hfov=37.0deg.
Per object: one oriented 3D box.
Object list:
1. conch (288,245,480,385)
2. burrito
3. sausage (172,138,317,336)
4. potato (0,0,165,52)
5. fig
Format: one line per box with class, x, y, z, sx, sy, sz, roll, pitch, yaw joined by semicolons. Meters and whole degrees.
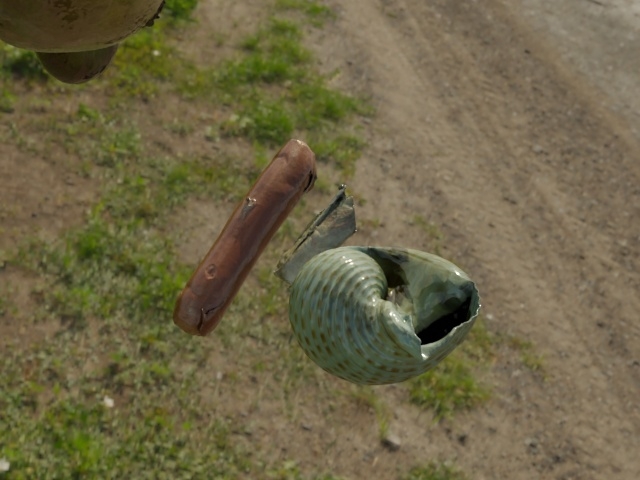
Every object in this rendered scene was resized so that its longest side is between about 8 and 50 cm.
conch;0.050;0.061;0.765;0.135;0.102;0.153;-33;51;-27
burrito;0.000;0.000;1.184;0.055;0.041;0.149;39;77;6
sausage;-0.128;-0.011;1.723;0.094;0.094;0.418;31;70;6
potato;-0.152;-0.185;0.575;0.120;0.261;0.100;16;52;8
fig;-0.283;-0.255;1.127;0.103;0.154;0.109;-8;60;-29
